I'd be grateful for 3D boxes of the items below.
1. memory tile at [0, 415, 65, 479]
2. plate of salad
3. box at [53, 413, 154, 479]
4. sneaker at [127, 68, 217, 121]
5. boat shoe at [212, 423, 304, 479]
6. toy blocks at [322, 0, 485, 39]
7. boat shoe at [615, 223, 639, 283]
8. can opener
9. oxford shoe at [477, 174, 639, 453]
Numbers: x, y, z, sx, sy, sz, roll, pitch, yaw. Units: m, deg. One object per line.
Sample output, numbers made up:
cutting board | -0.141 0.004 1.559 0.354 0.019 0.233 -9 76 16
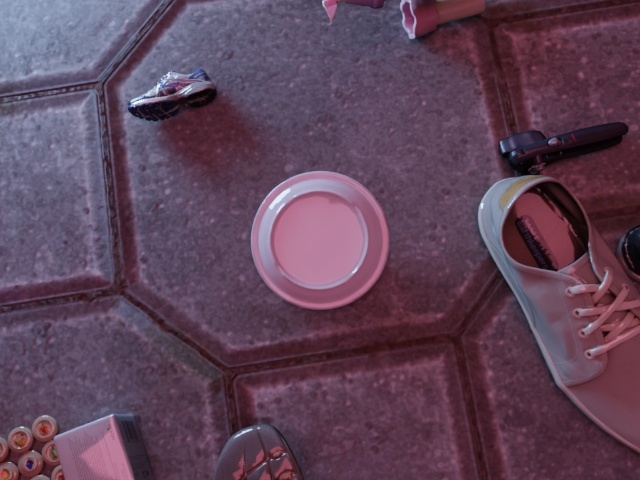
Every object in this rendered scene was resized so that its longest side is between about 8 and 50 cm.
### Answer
memory tile | -0.421 0.320 1.142 0.148 0.012 0.113 -26 77 -3
plate of salad | 0.000 0.000 1.181 0.200 0.048 0.199 0 87 6
box | -0.288 0.294 1.097 0.087 0.101 0.101 -20 77 -2
sneaker | -0.229 -0.224 1.247 0.135 0.052 0.058 -17 67 -9
boat shoe | -0.053 0.412 1.048 0.132 0.130 0.355 -12 83 4
toy blocks | 0.095 -0.469 1.150 0.260 0.309 0.288 -16 76 -8
boat shoe | 0.563 0.055 1.121 0.303 0.091 0.114 15 78 6
can opener | 0.358 -0.140 1.192 0.186 0.059 0.073 -13 76 0
oxford shoe | 0.368 0.099 1.103 0.169 0.130 0.449 -31 80 -9
